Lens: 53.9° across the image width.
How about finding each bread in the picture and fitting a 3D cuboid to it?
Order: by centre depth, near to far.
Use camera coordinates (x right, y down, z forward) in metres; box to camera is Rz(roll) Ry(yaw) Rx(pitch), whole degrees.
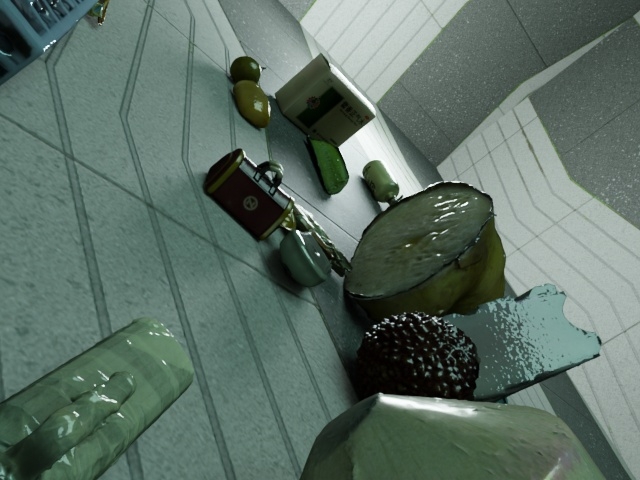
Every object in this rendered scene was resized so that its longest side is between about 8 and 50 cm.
[{"bbox_3d":[-0.137,-0.292,1.322,0.082,0.056,0.115,35,24,-41],"label":"bread"}]

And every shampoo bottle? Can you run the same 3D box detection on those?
[{"bbox_3d":[0.184,-0.160,1.835,0.079,0.079,0.162,32,27,-47],"label":"shampoo bottle"}]

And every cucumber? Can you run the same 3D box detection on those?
[{"bbox_3d":[0.023,-0.186,1.515,0.046,0.070,0.220,77,-4,-47],"label":"cucumber"}]

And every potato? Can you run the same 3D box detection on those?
[{"bbox_3d":[0.249,0.085,1.222,0.296,0.290,0.397,58,25,-23],"label":"potato"}]

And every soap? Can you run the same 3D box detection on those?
[{"bbox_3d":[0.272,0.180,1.040,0.258,0.302,0.159,23,37,-52],"label":"soap"}]

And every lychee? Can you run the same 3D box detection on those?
[{"bbox_3d":[0.135,0.186,0.889,0.188,0.188,0.188,46,18,-20],"label":"lychee"}]

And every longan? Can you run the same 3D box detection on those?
[{"bbox_3d":[-0.159,-0.377,1.398,0.075,0.083,0.075,163,-90,-75],"label":"longan"}]

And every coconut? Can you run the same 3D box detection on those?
[{"bbox_3d":[0.101,0.266,0.479,0.309,0.297,0.297,57,18,10],"label":"coconut"}]

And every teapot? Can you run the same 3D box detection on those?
[{"bbox_3d":[-0.150,0.113,0.410,0.077,0.107,0.200,55,18,-2],"label":"teapot"}]

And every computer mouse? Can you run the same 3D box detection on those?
[{"bbox_3d":[-0.027,0.028,0.970,0.089,0.056,0.182,62,7,1],"label":"computer mouse"}]

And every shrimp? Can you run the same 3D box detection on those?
[{"bbox_3d":[0.000,0.000,1.095,0.180,0.041,0.099,50,-4,-26],"label":"shrimp"}]

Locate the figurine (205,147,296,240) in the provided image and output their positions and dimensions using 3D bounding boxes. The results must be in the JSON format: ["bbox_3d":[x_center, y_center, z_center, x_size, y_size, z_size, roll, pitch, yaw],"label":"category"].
[{"bbox_3d":[-0.088,-0.073,0.951,0.154,0.098,0.082,41,16,-23],"label":"figurine"}]

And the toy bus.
[{"bbox_3d":[-0.348,-0.287,0.717,0.136,0.109,0.329,55,15,-30],"label":"toy bus"}]

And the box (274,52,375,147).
[{"bbox_3d":[0.015,-0.353,1.638,0.212,0.168,0.095,34,23,-45],"label":"box"}]

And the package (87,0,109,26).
[{"bbox_3d":[-0.374,-0.392,0.964,0.121,0.031,0.108,41,20,-30],"label":"package"}]

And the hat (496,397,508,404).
[{"bbox_3d":[0.319,0.343,1.203,0.138,0.078,0.190,20,55,-50],"label":"hat"}]
